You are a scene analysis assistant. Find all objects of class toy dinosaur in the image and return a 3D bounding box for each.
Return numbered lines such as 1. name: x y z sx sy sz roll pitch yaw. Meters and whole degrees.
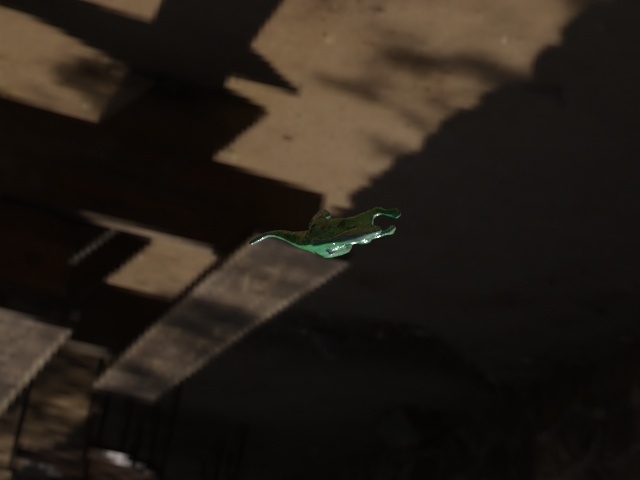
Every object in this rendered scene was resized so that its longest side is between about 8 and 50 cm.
1. toy dinosaur: 0.000 0.000 0.752 0.083 0.021 0.062 -16 -173 14
